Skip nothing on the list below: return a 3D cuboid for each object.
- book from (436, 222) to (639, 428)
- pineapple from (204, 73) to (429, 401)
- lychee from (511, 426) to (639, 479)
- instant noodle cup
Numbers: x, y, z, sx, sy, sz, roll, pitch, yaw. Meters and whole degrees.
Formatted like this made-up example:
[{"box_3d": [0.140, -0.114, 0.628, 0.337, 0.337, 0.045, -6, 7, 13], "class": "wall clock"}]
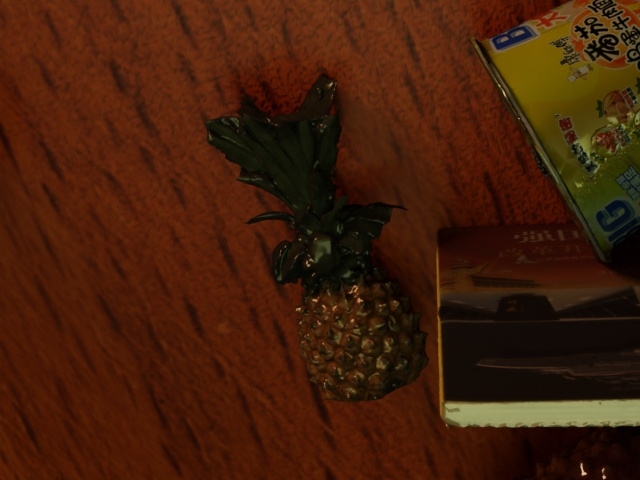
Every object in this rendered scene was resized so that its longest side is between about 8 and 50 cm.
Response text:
[{"box_3d": [0.217, 0.050, 1.037, 0.262, 0.374, 0.028, -3, 108, 5], "class": "book"}, {"box_3d": [0.000, 0.000, 1.180, 0.130, 0.119, 0.277, 11, 127, 50], "class": "pineapple"}, {"box_3d": [0.278, 0.308, 1.213, 0.306, 0.330, 0.306, -4, 145, -3], "class": "lychee"}, {"box_3d": [0.225, -0.105, 1.071, 0.153, 0.205, 0.205, -30, 111, 6], "class": "instant noodle cup"}]
